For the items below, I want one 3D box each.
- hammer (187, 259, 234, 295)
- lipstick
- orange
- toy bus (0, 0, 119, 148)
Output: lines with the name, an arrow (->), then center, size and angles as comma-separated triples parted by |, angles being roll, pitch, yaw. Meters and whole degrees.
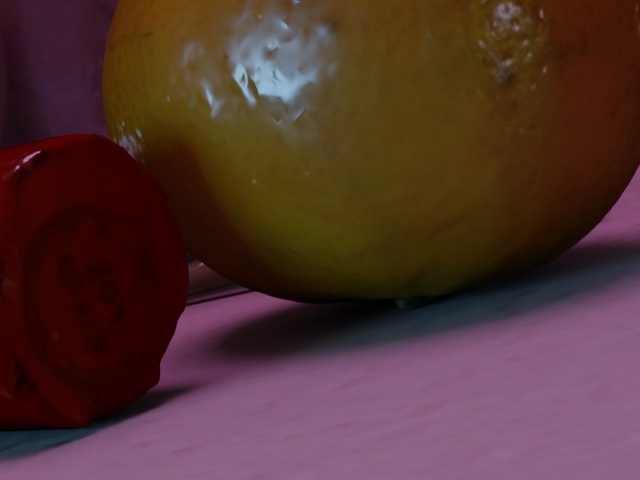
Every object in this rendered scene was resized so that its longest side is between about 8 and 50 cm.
hammer -> 0.000, 0.000, 0.582 | 0.195, 0.028, 0.060 | -13, 0, 6
lipstick -> -0.156, 0.023, 0.457 | 0.280, 0.073, 0.073 | -8, 7, 41
orange -> 0.018, -0.042, 0.450 | 0.156, 0.124, 0.156 | -13, -13, -3
toy bus -> -0.086, -0.087, 0.697 | 0.232, 0.197, 0.294 | -11, 5, -26
